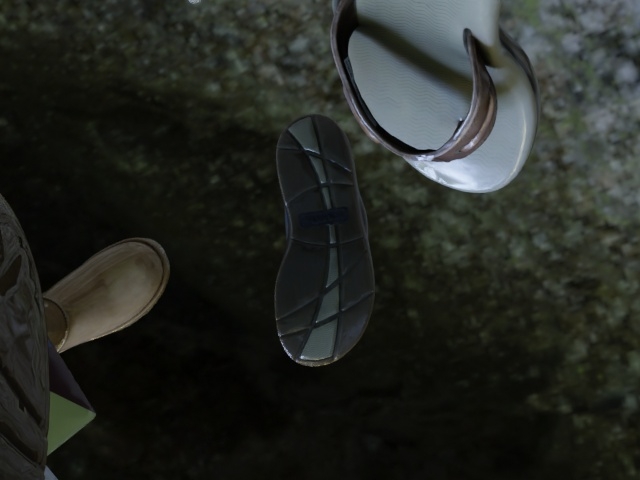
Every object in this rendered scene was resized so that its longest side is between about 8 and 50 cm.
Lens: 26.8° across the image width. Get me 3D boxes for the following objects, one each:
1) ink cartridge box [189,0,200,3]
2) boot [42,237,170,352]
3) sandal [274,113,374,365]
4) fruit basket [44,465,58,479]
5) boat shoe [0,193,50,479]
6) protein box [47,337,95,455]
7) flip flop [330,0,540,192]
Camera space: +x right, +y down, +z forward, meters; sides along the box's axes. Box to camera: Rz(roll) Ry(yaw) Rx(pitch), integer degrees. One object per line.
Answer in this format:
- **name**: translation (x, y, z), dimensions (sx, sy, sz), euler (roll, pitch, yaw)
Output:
- **ink cartridge box**: translation (-0.040, -0.316, 0.829), dimensions (0.296, 0.066, 0.261), euler (-38, -80, -44)
- **boot**: translation (-0.283, 0.086, 1.395), dimensions (0.089, 0.236, 0.269), euler (55, -173, 2)
- **sandal**: translation (0.000, 0.000, 1.191), dimensions (0.060, 0.090, 0.219), euler (32, -130, -82)
- **fruit basket**: translation (-0.270, 0.388, 1.104), dimensions (0.327, 0.165, 0.353), euler (-40, -84, -20)
- **boat shoe**: translation (-0.161, 0.111, 0.416), dimensions (0.109, 0.098, 0.302), euler (66, -153, -56)
- **protein box**: translation (-0.263, 0.107, 0.669), dimensions (0.136, 0.201, 0.200), euler (59, -158, -3)
- **flip flop**: translation (0.053, -0.089, 0.695), dimensions (0.277, 0.112, 0.080), euler (69, -143, -67)
